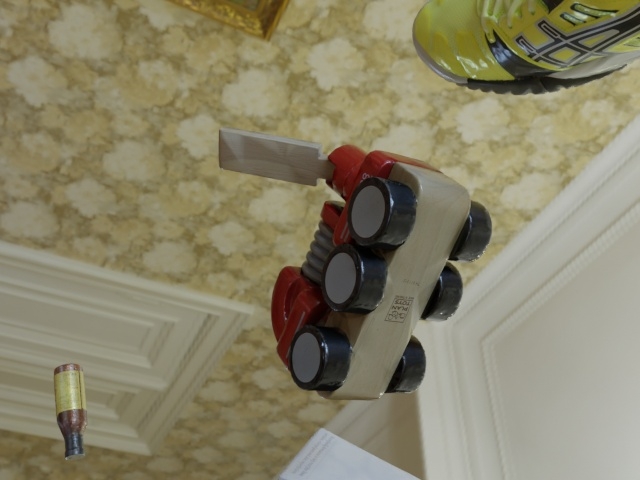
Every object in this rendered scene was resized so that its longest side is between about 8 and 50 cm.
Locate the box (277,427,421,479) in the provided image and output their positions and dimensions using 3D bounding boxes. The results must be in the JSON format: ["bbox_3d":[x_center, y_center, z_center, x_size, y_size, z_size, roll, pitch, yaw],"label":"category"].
[{"bbox_3d":[0.034,0.327,0.883,0.119,0.182,0.181,-66,168,9],"label":"box"}]

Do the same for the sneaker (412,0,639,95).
[{"bbox_3d":[0.220,-0.212,0.626,0.385,0.147,0.145,2,-106,47],"label":"sneaker"}]

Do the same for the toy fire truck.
[{"bbox_3d":[0.000,0.000,0.733,0.246,0.158,0.217,46,-60,50],"label":"toy fire truck"}]

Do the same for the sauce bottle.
[{"bbox_3d":[-0.339,0.233,1.058,0.042,0.042,0.128,-49,-135,46],"label":"sauce bottle"}]
